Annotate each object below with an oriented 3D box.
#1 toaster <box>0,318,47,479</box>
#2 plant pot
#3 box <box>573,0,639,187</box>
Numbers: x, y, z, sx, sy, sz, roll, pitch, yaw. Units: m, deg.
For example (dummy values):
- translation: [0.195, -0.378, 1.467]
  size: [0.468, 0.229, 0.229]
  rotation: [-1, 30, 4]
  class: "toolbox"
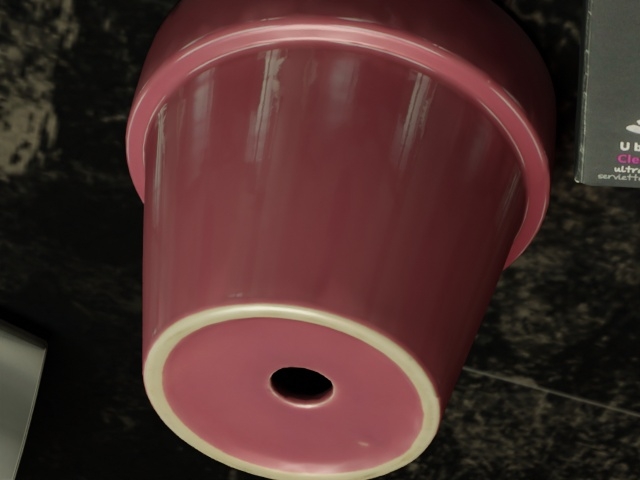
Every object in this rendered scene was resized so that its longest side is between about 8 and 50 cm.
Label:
- translation: [-0.245, 0.122, 1.039]
  size: [0.110, 0.168, 0.185]
  rotation: [25, 140, -20]
  class: "toaster"
- translation: [0.000, 0.000, 0.825]
  size: [0.201, 0.180, 0.201]
  rotation: [7, 140, 6]
  class: "plant pot"
- translation: [0.164, -0.159, 0.608]
  size: [0.143, 0.165, 0.270]
  rotation: [4, 140, 9]
  class: "box"
